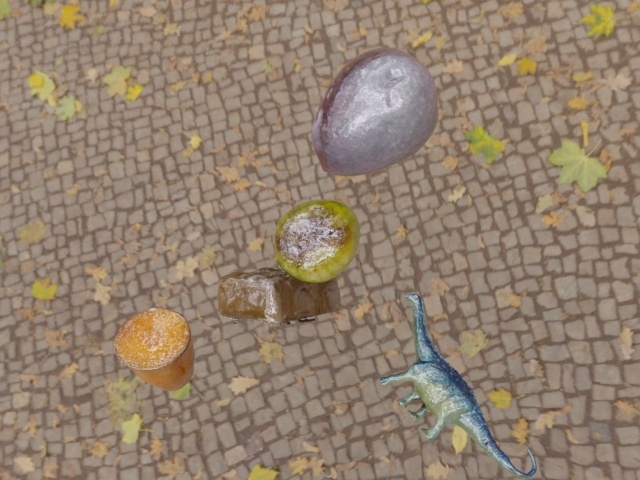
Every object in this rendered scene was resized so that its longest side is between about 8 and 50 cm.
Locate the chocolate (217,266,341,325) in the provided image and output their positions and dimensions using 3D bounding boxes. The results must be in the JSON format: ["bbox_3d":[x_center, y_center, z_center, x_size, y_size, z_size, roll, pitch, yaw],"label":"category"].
[{"bbox_3d":[-0.067,0.095,0.965,0.148,0.214,0.093,2,94,36],"label":"chocolate"}]

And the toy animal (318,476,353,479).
[{"bbox_3d":[0.060,0.709,1.463,0.195,0.324,0.090,11,78,-24],"label":"toy animal"}]

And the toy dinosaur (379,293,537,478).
[{"bbox_3d":[0.208,0.268,0.924,0.147,0.076,0.363,-35,65,1],"label":"toy dinosaur"}]

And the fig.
[{"bbox_3d":[-0.003,-0.003,0.862,0.153,0.121,0.136,-34,69,-17],"label":"fig"}]

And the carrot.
[{"bbox_3d":[-0.360,0.271,1.221,0.159,0.225,0.159,0,52,0],"label":"carrot"}]

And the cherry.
[{"bbox_3d":[0.097,-0.213,0.885,0.266,0.213,0.183,-45,71,-1],"label":"cherry"}]
